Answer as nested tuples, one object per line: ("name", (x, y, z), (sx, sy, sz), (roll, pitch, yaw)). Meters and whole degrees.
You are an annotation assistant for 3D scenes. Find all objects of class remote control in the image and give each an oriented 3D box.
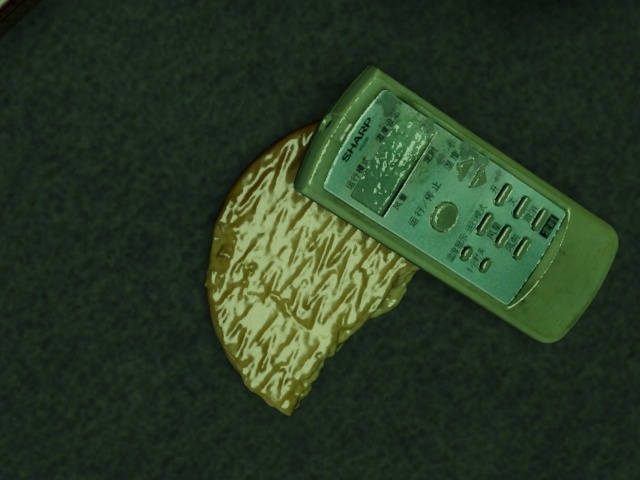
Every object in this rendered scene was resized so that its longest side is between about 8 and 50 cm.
("remote control", (0.096, -0.020, 1.196), (0.233, 0.038, 0.098), (32, 89, -21))

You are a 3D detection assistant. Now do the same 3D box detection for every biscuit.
("biscuit", (0.000, 0.000, 1.218), (0.144, 0.033, 0.224), (37, 87, -8))

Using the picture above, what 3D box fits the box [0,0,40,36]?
("box", (-0.229, -0.352, 1.131), (0.385, 0.122, 0.344), (-42, 96, -1))
